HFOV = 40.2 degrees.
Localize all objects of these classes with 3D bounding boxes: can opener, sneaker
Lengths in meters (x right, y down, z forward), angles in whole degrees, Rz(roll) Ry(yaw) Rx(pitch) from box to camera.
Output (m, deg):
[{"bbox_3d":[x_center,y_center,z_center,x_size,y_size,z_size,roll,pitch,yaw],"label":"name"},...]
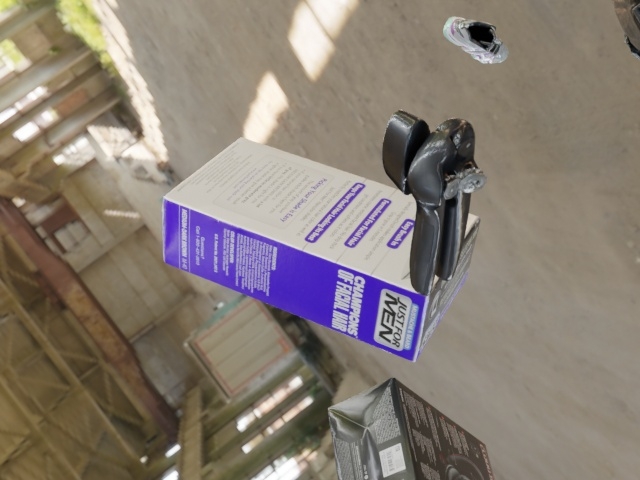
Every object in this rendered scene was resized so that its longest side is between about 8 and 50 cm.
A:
[{"bbox_3d":[0.092,-0.024,0.672,0.073,0.059,0.186,52,164,37],"label":"can opener"},{"bbox_3d":[0.201,-0.236,1.045,0.098,0.038,0.069,16,-173,-30],"label":"sneaker"}]

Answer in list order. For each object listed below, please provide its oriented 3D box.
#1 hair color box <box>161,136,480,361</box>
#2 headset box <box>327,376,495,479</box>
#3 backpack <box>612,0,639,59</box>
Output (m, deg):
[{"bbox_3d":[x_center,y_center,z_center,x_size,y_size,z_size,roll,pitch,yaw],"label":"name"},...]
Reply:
[{"bbox_3d":[0.000,0.000,1.061,0.338,0.185,0.110,19,127,19],"label":"hair color box"},{"bbox_3d":[0.146,0.343,1.141,0.293,0.110,0.218,40,-150,-42],"label":"headset box"},{"bbox_3d":[0.353,-0.203,0.751,0.225,0.191,0.253,56,-166,-8],"label":"backpack"}]
